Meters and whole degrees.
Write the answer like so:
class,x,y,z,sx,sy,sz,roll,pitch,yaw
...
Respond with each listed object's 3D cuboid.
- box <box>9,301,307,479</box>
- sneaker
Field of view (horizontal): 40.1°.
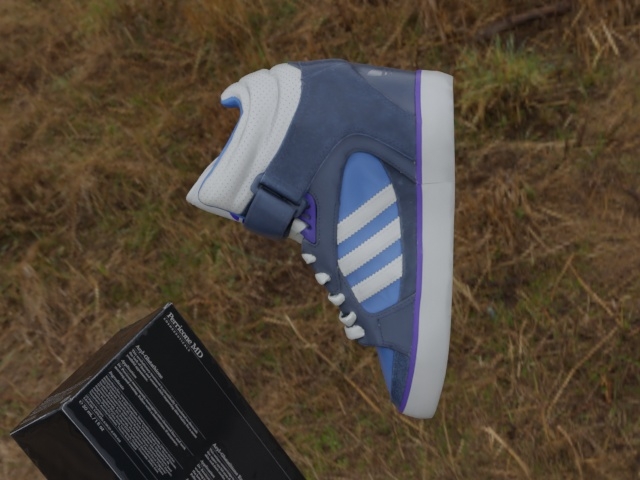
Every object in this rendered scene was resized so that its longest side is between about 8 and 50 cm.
class,x,y,z,sx,sy,sz,roll,pitch,yaw
box,-0.148,0.224,0.882,0.103,0.261,0.184,-28,12,37
sneaker,0.000,0.000,0.795,0.236,0.323,0.130,2,14,6
